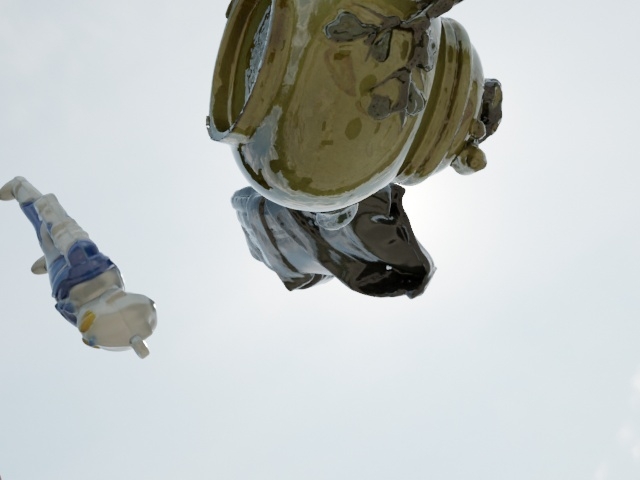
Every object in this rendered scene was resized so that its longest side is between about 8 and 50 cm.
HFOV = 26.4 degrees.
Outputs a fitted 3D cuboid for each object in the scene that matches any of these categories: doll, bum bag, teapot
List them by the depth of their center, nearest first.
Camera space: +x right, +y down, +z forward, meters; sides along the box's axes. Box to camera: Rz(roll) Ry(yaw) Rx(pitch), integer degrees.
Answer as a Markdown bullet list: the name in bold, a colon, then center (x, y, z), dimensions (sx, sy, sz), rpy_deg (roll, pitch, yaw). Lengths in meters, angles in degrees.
- **teapot**: center (0.037, -0.106, 0.855), dimensions (0.183, 0.173, 0.269), rpy_deg (15, -49, -19)
- **doll**: center (-0.185, 0.027, 1.035), dimensions (0.057, 0.227, 0.114), rpy_deg (-26, -56, -24)
- **bum bag**: center (0.000, 0.000, 1.203), dimensions (0.142, 0.326, 0.079), rpy_deg (43, -106, -14)

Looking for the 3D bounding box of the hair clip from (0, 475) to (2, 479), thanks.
- **hair clip**: center (-0.381, 0.211, 1.207), dimensions (0.188, 0.060, 0.033), rpy_deg (-10, -44, -12)
